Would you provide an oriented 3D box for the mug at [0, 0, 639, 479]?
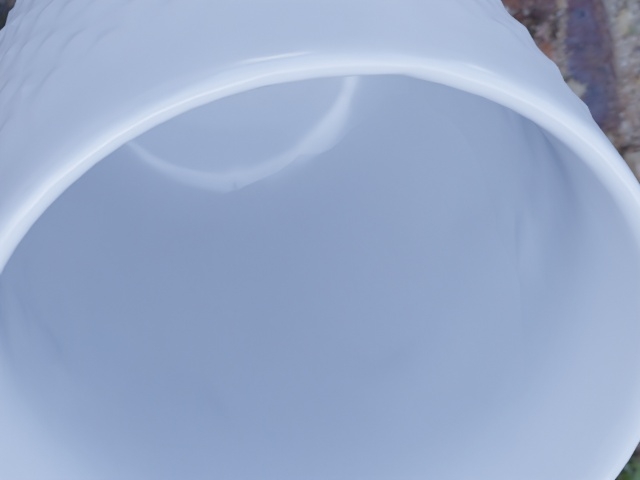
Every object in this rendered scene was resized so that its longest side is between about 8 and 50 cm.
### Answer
[{"bbox_3d":[0.000,0.000,0.640,0.276,0.328,0.374,-36,123,11],"label":"mug"}]
